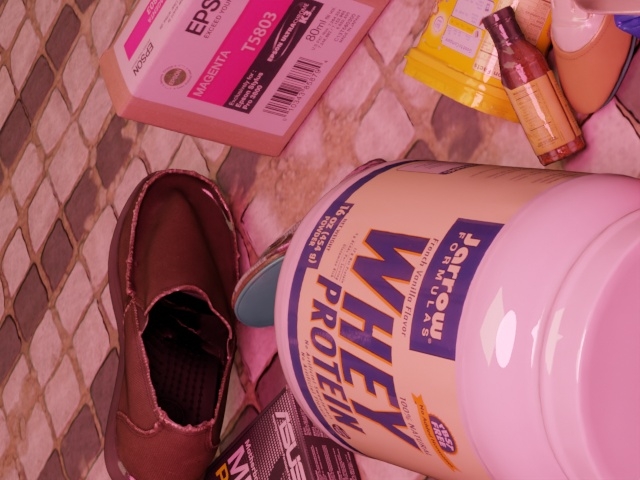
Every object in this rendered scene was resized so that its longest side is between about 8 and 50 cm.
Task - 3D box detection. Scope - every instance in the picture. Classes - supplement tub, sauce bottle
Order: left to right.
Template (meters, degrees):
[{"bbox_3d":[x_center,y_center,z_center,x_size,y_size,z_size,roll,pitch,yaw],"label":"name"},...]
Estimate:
[{"bbox_3d":[0.143,0.065,1.148,0.325,0.235,0.235,9,87,56],"label":"supplement tub"},{"bbox_3d":[0.166,-0.123,1.295,0.042,0.042,0.128,-24,91,50],"label":"sauce bottle"}]

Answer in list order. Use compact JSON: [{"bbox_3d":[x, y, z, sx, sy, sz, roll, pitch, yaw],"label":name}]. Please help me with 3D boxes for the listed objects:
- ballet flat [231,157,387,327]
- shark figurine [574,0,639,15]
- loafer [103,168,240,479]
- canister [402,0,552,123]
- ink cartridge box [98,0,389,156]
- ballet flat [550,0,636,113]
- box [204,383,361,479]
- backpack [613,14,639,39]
[{"bbox_3d":[0.000,0.000,1.528,0.221,0.077,0.079,-41,30,35],"label":"ballet flat"},{"bbox_3d":[0.282,-0.197,1.081,0.166,0.116,0.278,5,63,45],"label":"shark figurine"},{"bbox_3d":[-0.126,0.071,1.587,0.130,0.134,0.366,128,146,-48],"label":"loafer"},{"bbox_3d":[0.149,-0.197,1.364,0.126,0.073,0.170,37,109,53],"label":"canister"},{"bbox_3d":[-0.072,-0.205,1.575,0.234,0.193,0.088,-53,41,32],"label":"ink cartridge box"},{"bbox_3d":[0.213,-0.217,1.276,0.080,0.073,0.232,20,97,56],"label":"ballet flat"},{"bbox_3d":[-0.034,0.301,1.483,0.216,0.060,0.270,-48,44,37],"label":"box"},{"bbox_3d":[0.269,-0.197,1.176,0.120,0.098,0.101,-20,71,37],"label":"backpack"}]
